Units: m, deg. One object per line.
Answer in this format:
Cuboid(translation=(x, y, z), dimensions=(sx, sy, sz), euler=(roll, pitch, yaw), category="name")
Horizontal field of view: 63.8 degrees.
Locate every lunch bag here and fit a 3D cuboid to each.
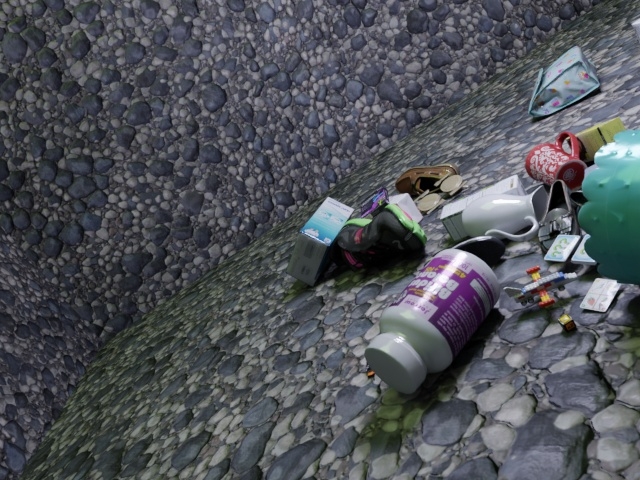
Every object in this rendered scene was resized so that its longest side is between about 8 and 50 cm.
Cuboid(translation=(0.944, -0.616, 2.043), dimensions=(0.262, 0.160, 0.223), euler=(-37, 13, 40), category="lunch bag")

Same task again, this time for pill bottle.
Cuboid(translation=(0.231, 0.167, 1.075), dimensions=(0.301, 0.169, 0.169), euler=(-43, 17, -29), category="pill bottle")

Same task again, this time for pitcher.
Cuboid(translation=(0.475, -0.051, 1.338), dimensions=(0.207, 0.125, 0.178), euler=(-13, 30, 41), category="pitcher")

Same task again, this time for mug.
Cuboid(translation=(0.657, -0.216, 1.427), dimensions=(0.113, 0.150, 0.169), euler=(-7, 22, 1), category="mug")

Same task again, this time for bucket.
Cuboid(translation=(0.582, -0.048, 0.828), dimensions=(0.281, 0.281, 0.183), euler=(-39, 21, -18), category="bucket")

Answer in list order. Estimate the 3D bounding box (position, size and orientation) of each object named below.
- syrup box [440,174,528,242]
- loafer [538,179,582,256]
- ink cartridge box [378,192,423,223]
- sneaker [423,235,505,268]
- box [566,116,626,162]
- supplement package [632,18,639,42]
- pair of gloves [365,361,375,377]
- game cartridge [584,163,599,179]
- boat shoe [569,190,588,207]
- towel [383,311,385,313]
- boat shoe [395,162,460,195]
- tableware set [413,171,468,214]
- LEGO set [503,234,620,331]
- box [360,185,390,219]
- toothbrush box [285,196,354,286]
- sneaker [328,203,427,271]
Cuboid(translation=(0.479, -0.089, 1.494), dimensions=(0.237, 0.093, 0.096), euler=(-25, 17, 31), category="syrup box")
Cuboid(translation=(0.561, -0.053, 1.222), dimensions=(0.096, 0.084, 0.267), euler=(-22, 19, 39), category="loafer")
Cuboid(translation=(0.276, -0.102, 1.923), dimensions=(0.067, 0.115, 0.198), euler=(-42, 16, -22), category="ink cartridge box")
Cuboid(translation=(0.373, 0.032, 1.359), dimensions=(0.235, 0.084, 0.097), euler=(-23, 17, 36), category="sneaker")
Cuboid(translation=(0.744, -0.264, 1.384), dimensions=(0.058, 0.087, 0.232), euler=(-27, -1, 7), category="box")
Cuboid(translation=(1.003, -0.512, 1.371), dimensions=(0.145, 0.262, 0.204), euler=(-32, 15, 7), category="supplement package")
Cuboid(translation=(0.142, 0.284, 1.204), dimensions=(0.083, 0.010, 0.074), euler=(-33, 16, 14), category="pair of gloves")
Cuboid(translation=(0.782, -0.178, 1.208), dimensions=(0.297, 0.062, 0.198), euler=(-23, 14, 37), category="game cartridge")
Cuboid(translation=(0.629, -0.078, 1.169), dimensions=(0.142, 0.040, 0.049), euler=(45, 122, 59), category="boat shoe")
Cuboid(translation=(0.212, 0.189, 1.315), dimensions=(0.119, 0.029, 0.067), euler=(-25, 18, 35), category="towel")
Cuboid(translation=(0.408, -0.239, 2.079), dimensions=(0.307, 0.110, 0.104), euler=(-16, 23, 51), category="boat shoe")
Cuboid(translation=(0.449, -0.166, 1.903), dimensions=(0.194, 0.039, 0.128), euler=(-40, 30, 2), category="tableware set")
Cuboid(translation=(0.488, 0.065, 1.007), dimensions=(0.244, 0.060, 0.182), euler=(-49, 27, -21), category="LEGO set")
Cuboid(translation=(0.201, -0.135, 1.912), dimensions=(0.116, 0.029, 0.162), euler=(-37, 18, 20), category="box")
Cuboid(translation=(0.000, 0.000, 1.987), dimensions=(0.295, 0.126, 0.216), euler=(-56, -11, -54), category="toothbrush box")
Cuboid(translation=(0.178, 0.018, 1.701), dimensions=(0.202, 0.185, 0.483), euler=(-50, 10, -21), category="sneaker")
